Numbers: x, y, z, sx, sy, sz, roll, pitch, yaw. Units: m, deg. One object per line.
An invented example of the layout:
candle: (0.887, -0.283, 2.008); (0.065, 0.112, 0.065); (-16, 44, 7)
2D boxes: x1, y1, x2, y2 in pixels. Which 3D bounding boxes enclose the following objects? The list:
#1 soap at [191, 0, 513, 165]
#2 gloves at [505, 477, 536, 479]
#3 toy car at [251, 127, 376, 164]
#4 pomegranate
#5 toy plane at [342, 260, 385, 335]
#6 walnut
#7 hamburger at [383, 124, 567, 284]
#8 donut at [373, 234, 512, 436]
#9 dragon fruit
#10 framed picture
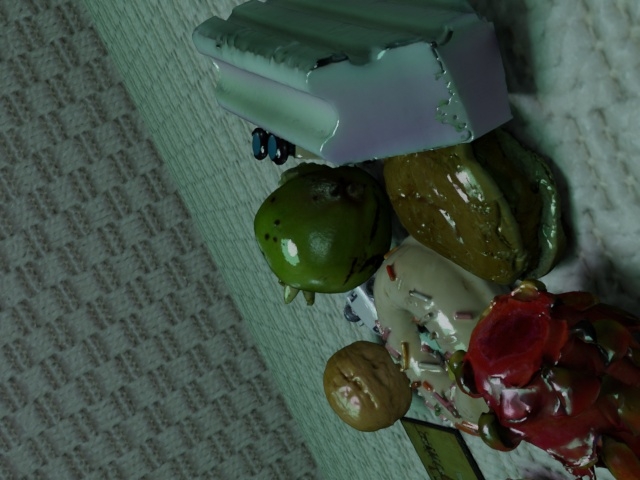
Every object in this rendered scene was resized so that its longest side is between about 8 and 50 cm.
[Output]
soap: (0.038, -0.239, 1.020); (0.446, 0.261, 0.156); (32, 146, 53)
gloves: (0.398, 0.495, 1.370); (0.145, 0.126, 0.241); (46, -169, -18)
toy car: (-0.008, -0.236, 1.342); (0.248, 0.204, 0.198); (-160, 69, -63)
pomegranate: (0.000, 0.000, 1.438); (0.260, 0.260, 0.341); (51, 144, 29)
toy plane: (0.100, 0.089, 1.586); (0.244, 0.117, 0.245); (39, 144, 35)
walnut: (0.111, 0.346, 1.787); (0.222, 0.195, 0.195); (49, 158, 36)
hamburger: (0.199, -0.058, 1.060); (0.285, 0.134, 0.266); (39, 149, 55)
donut: (0.220, 0.166, 1.320); (0.383, 0.142, 0.383); (53, 161, 28)
dragon fruit: (0.321, 0.191, 0.936); (0.307, 0.243, 0.228); (51, 121, 40)
framed picture: (0.312, 0.553, 1.839); (0.255, 0.014, 0.338); (62, 162, -1)
